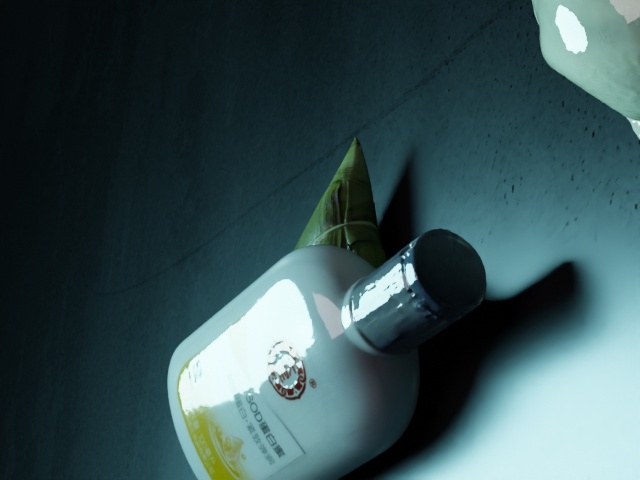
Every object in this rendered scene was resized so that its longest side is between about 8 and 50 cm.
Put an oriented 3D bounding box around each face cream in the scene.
[{"bbox_3d":[0.000,0.079,1.000,0.291,0.071,0.144,-37,71,48],"label":"face cream"}]

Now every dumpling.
[{"bbox_3d":[0.175,-0.098,0.764,0.229,0.124,0.151,31,140,54],"label":"dumpling"}]

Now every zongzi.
[{"bbox_3d":[0.000,0.000,1.083,0.104,0.052,0.113,-34,51,42],"label":"zongzi"}]
